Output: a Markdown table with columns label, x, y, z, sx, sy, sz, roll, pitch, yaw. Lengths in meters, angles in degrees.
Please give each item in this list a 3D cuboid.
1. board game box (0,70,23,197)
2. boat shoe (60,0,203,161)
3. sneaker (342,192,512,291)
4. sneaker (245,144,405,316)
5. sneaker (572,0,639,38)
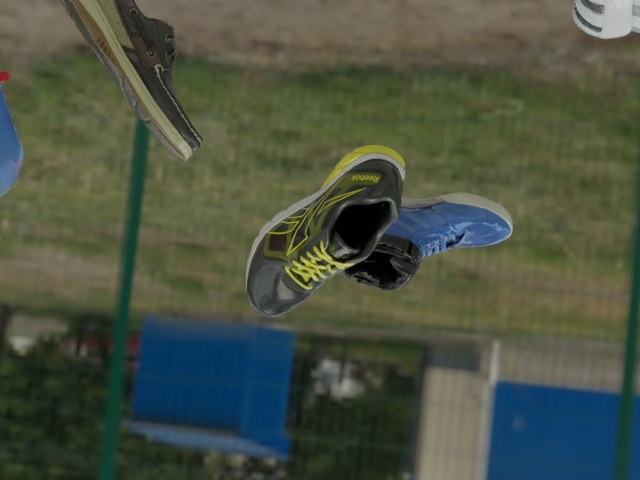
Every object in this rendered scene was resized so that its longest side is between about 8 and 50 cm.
| label | x | y | z | sx | sy | sz | roll | pitch | yaw |
| --- | --- | --- | --- | --- | --- | --- | --- | --- | --- |
| board game box | -0.196 | -0.100 | 0.900 | 0.133 | 0.169 | 0.033 | 6 | -149 | 44 |
| boat shoe | -0.112 | -0.121 | 1.082 | 0.049 | 0.152 | 0.056 | -34 | -176 | -9 |
| sneaker | 0.079 | 0.006 | 1.377 | 0.152 | 0.084 | 0.058 | 8 | 141 | -11 |
| sneaker | 0.000 | 0.000 | 0.652 | 0.031 | 0.083 | 0.035 | 32 | -157 | -20 |
| sneaker | 0.210 | -0.175 | 0.806 | 0.132 | 0.229 | 0.086 | 18 | 160 | 13 |
